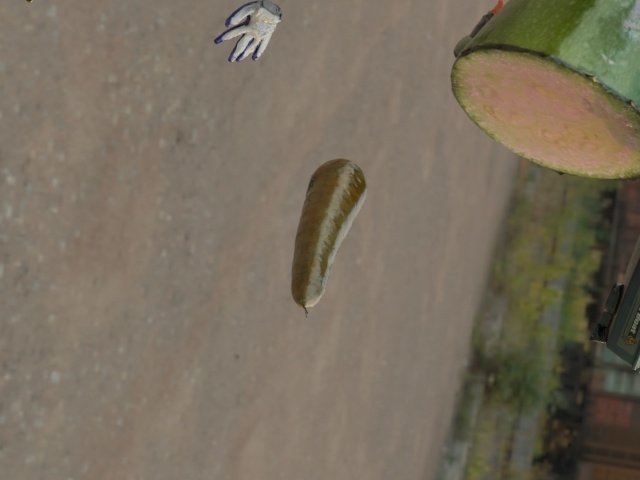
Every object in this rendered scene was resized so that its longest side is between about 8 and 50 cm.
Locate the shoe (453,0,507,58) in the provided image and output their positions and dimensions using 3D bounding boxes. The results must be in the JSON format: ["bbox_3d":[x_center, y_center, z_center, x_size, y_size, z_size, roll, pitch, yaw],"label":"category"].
[{"bbox_3d":[0.384,-0.282,2.048,0.171,0.336,0.132,-59,154,13],"label":"shoe"}]

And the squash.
[{"bbox_3d":[0.371,-0.285,1.731,0.308,0.310,0.310,-63,161,-15],"label":"squash"}]

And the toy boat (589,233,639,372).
[{"bbox_3d":[0.450,0.023,1.605,0.114,0.122,0.296,-31,144,-58],"label":"toy boat"}]

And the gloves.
[{"bbox_3d":[-0.087,-0.250,1.529,0.086,0.064,0.026,-54,-147,24],"label":"gloves"}]

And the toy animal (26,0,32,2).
[{"bbox_3d":[-0.283,-0.364,1.532,0.073,0.136,0.181,44,33,-29],"label":"toy animal"}]

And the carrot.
[{"bbox_3d":[0.000,0.000,1.549,0.298,0.078,0.078,-73,164,-52],"label":"carrot"}]
